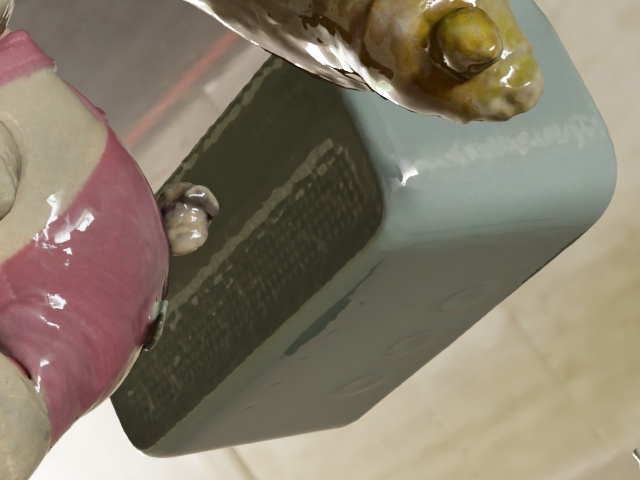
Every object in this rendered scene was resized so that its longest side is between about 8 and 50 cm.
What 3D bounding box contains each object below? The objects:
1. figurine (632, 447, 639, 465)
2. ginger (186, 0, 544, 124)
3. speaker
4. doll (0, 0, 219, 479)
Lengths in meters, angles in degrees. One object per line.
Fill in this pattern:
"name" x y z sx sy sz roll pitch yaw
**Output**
"figurine" 0.368 0.246 1.849 0.184 0.208 0.128 -33 137 13
"ginger" -0.060 -0.138 0.711 0.080 0.333 0.166 -54 174 -8
"speaker" 0.000 0.000 1.352 0.184 0.183 0.406 -12 158 -38
"doll" -0.144 -0.054 0.544 0.196 0.256 0.152 -13 -165 19
